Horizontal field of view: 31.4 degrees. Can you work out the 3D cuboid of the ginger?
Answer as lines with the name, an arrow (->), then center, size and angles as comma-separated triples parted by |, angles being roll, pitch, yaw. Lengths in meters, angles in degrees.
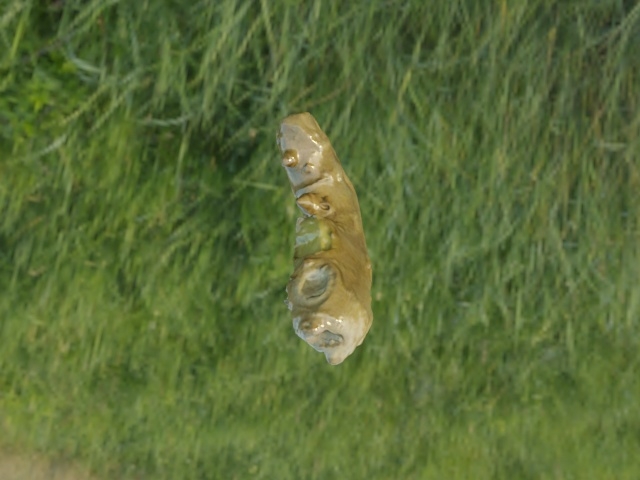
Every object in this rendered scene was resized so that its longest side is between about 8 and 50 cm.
ginger -> 0.002, 0.000, 0.727 | 0.051, 0.173, 0.069 | -32, 141, 26
